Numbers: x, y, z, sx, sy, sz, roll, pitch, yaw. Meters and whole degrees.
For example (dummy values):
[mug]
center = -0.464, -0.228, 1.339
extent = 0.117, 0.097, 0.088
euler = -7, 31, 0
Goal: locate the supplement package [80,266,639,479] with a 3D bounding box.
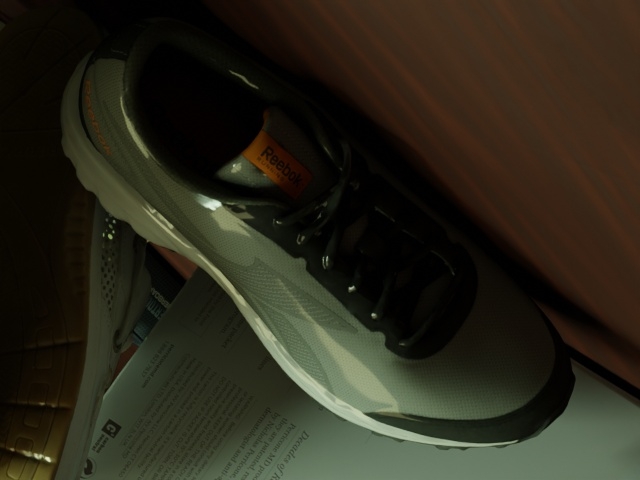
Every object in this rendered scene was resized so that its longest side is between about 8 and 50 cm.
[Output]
[supplement package]
center = 0.035, 0.137, 0.998
extent = 0.263, 0.199, 0.198
euler = 32, 168, 16

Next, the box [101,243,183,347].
[box]
center = -0.222, -0.008, 1.480
extent = 0.233, 0.059, 0.183
euler = 26, 163, 39

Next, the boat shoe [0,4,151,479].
[boat shoe]
center = -0.126, 0.029, 0.919
extent = 0.098, 0.277, 0.096
euler = 5, 170, 28

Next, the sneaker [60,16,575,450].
[sneaker]
center = 0.000, 0.000, 0.832
extent = 0.271, 0.100, 0.108
euler = 37, 162, -3

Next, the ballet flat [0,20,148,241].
[ballet flat]
center = -0.170, -0.077, 1.083
extent = 0.221, 0.077, 0.079
euler = 39, 148, -14
